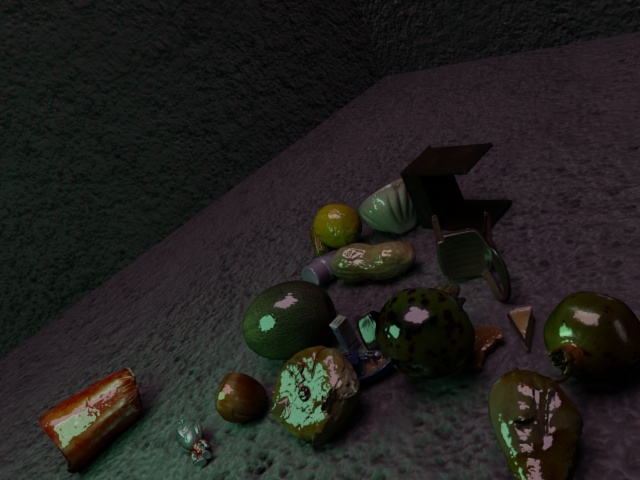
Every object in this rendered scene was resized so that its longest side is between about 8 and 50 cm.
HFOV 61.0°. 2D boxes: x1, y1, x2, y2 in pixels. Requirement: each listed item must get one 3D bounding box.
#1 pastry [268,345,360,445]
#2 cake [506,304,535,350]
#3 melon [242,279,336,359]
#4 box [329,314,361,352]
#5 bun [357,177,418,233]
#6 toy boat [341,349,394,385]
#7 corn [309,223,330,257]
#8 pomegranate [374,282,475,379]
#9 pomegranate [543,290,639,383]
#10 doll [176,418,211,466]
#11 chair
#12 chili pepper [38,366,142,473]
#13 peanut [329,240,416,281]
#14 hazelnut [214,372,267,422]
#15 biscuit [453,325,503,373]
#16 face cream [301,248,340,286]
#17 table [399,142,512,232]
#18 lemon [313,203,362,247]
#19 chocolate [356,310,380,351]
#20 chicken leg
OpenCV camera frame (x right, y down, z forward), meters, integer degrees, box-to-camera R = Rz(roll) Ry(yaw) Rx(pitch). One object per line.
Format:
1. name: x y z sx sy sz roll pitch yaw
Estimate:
1. pastry: -0.020 0.392 1.411 0.235 0.120 0.257 35 94 46
2. cake: 0.513 0.218 1.354 0.065 0.052 0.121 -19 26 13
3. melon: -0.103 0.252 1.695 0.301 0.238 0.237 -23 26 18
4. box: 0.074 0.280 1.607 0.036 0.117 0.050 10 47 49
5. bun: 0.291 -0.109 2.068 0.263 0.175 0.263 -26 -14 -7
6. toy boat: 0.103 0.342 1.489 0.223 0.097 0.100 -22 29 15
7. corn: 0.000 0.000 2.249 0.080 0.080 0.231 -25 30 7
8. pomegranate: 0.288 0.213 1.356 0.305 0.243 0.242 -23 21 -28
9. pomegranate: 0.557 0.201 1.133 0.198 0.245 0.198 -16 70 50
10. doll: -0.366 0.577 1.562 0.180 0.079 0.094 33 88 47
11. chair: 0.439 0.050 1.603 0.183 0.176 0.326 -11 23 15
12. chili pepper: -0.733 0.587 1.794 0.305 0.229 0.251 -29 -16 -30
13. peanut: 0.182 0.069 1.871 0.313 0.149 0.149 -8 32 36
14. hazelnut: -0.231 0.453 1.580 0.150 0.150 0.150 -23 26 12
15. biscuit: 0.352 0.287 1.408 0.250 0.035 0.162 -22 26 15
16. face cream: 0.053 0.081 2.045 0.154 0.096 0.273 -3 22 48
17. table: 0.477 -0.186 1.907 0.196 0.251 0.282 -42 28 -28
18. lemon: 0.067 -0.056 2.122 0.193 0.181 0.181 -21 26 28
19. chocolate: 0.153 0.270 1.560 0.080 0.125 0.149 -39 27 17
20. chicken leg: 0.405 0.419 1.017 0.201 0.152 0.429 -32 28 32
